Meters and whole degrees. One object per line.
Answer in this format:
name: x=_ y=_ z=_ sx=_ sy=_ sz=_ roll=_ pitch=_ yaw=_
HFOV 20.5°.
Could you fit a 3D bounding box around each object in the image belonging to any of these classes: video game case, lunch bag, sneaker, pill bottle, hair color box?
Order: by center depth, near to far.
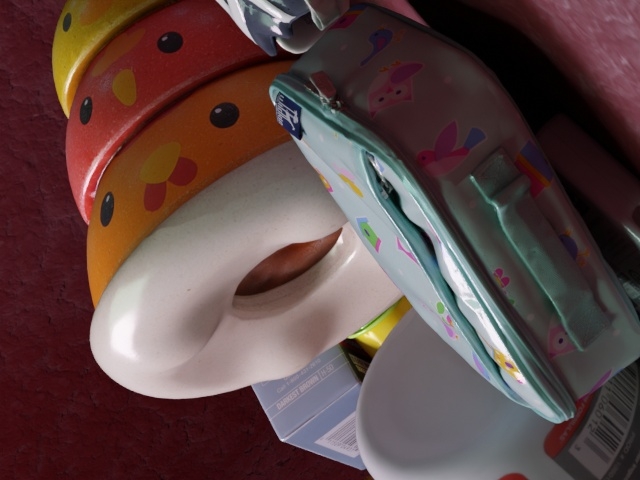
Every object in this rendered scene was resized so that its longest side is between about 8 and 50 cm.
lunch bag: x=0.089 y=-0.018 z=1.161 sx=0.279 sy=0.108 sz=0.224 roll=53 pitch=175 yaw=-32
sneaker: x=-0.051 y=-0.193 z=1.255 sx=0.153 sy=0.094 sz=0.235 roll=53 pitch=162 yaw=-20
video game case: x=0.253 y=0.047 z=1.261 sx=0.300 sy=0.036 sz=0.329 roll=43 pitch=175 yaw=6
pill bottle: x=0.213 y=0.195 z=1.406 sx=0.363 sy=0.210 sz=0.210 roll=42 pitch=177 yaw=-31
hair color box: x=-0.037 y=0.060 z=1.964 sx=0.185 sy=0.114 sz=0.374 roll=30 pitch=-155 yaw=-56

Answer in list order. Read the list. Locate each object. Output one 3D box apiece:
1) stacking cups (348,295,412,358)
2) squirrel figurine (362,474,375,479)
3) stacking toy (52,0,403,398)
stacking cups: x=0.000 y=0.000 z=1.794 sx=0.316 sy=0.096 sz=0.096 roll=48 pitch=174 yaw=-17
squirrel figurine: x=0.197 y=0.361 z=1.738 sx=0.397 sy=0.281 sz=0.370 roll=-22 pitch=110 yaw=49
stacking toy: x=-0.123 y=-0.135 z=1.527 sx=0.480 sy=0.351 sz=0.350 roll=57 pitch=-178 yaw=24
